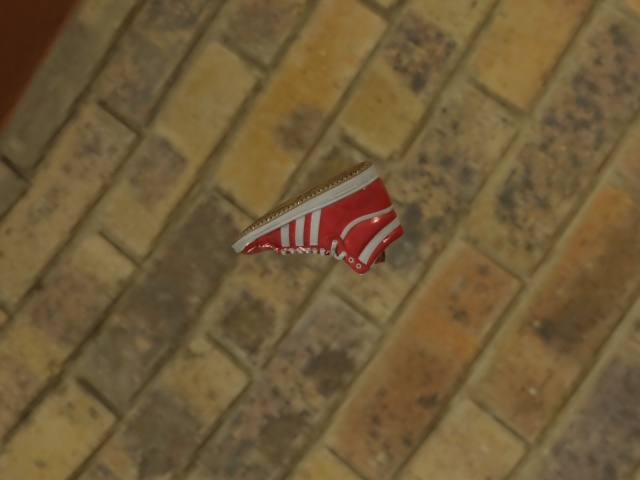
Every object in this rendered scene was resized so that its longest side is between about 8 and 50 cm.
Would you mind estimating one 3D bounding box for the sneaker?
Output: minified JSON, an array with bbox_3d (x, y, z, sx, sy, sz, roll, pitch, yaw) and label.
[{"bbox_3d":[0.000,0.000,0.992,0.118,0.067,0.042,-26,11,27],"label":"sneaker"}]
